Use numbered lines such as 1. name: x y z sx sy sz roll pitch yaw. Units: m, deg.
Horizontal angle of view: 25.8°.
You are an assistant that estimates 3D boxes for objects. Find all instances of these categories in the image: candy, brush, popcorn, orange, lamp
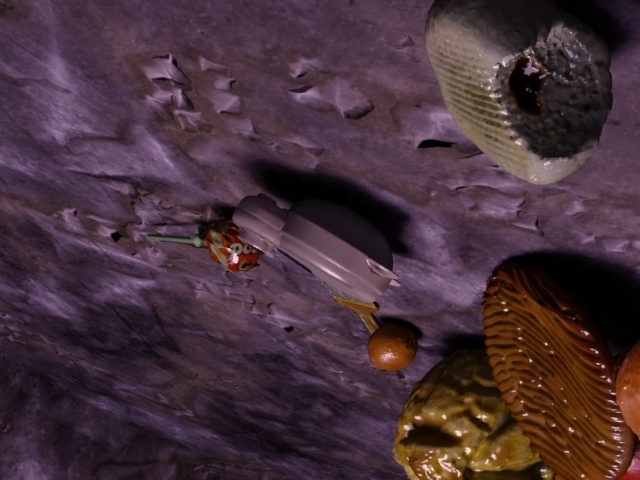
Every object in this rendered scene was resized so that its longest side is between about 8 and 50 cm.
1. candy: -0.189 0.004 2.174 0.287 0.078 0.084 2 119 51
2. brush: 0.075 0.127 2.244 0.082 0.010 0.218 12 154 30
3. popcorn: 0.249 0.299 2.152 0.282 0.247 0.282 14 164 4
4. orange: 0.114 0.169 2.209 0.085 0.085 0.085 21 158 9
5. lamp: 0.000 -0.003 1.903 0.246 0.108 0.179 25 171 7

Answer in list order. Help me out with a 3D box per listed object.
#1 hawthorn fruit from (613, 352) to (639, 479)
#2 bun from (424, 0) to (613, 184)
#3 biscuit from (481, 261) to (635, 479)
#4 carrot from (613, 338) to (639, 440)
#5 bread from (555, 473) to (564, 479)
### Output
1. hawthorn fruit: 0.447 0.257 1.858 0.196 0.225 0.196 7 170 1
2. bun: 0.196 -0.160 1.318 0.204 0.126 0.212 42 164 34
3. biscuit: 0.303 0.179 1.840 0.318 0.040 0.318 54 157 36
4. carrot: 0.446 0.121 1.570 0.196 0.196 0.254 28 151 -6
5. bread: 0.517 0.463 2.381 0.260 0.129 0.134 22 151 6
